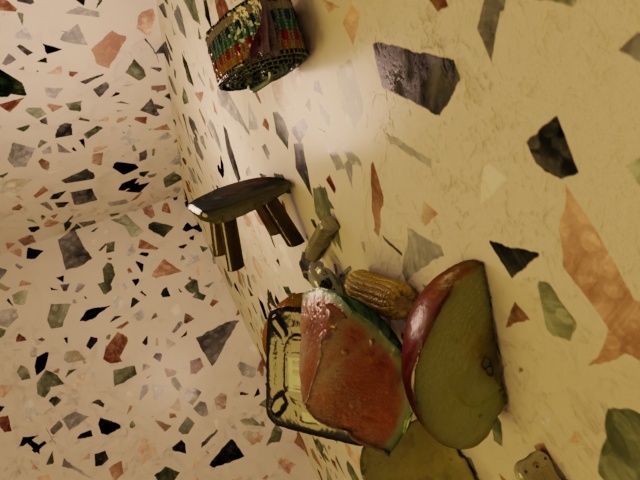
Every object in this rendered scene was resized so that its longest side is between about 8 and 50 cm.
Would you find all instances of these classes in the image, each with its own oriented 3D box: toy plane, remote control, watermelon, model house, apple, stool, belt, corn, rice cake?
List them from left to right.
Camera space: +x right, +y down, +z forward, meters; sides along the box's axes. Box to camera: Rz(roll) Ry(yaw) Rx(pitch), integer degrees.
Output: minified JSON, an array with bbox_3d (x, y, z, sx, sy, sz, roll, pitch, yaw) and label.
[{"bbox_3d":[-0.249,-0.066,1.729,0.310,0.310,0.226,25,133,66],"label":"stool"},{"bbox_3d":[-0.142,-0.444,1.233,0.295,0.206,0.160,-6,101,54],"label":"belt"},{"bbox_3d":[0.000,0.000,1.534,0.057,0.052,0.256,36,155,3],"label":"rice cake"},{"bbox_3d":[0.045,0.172,1.503,0.182,0.107,0.273,-43,67,55],"label":"toy plane"},{"bbox_3d":[0.101,0.257,1.155,0.222,0.292,0.319,-50,23,46],"label":"watermelon"},{"bbox_3d":[0.137,0.127,1.249,0.244,0.093,0.093,13,122,67],"label":"corn"},{"bbox_3d":[0.224,0.626,1.295,0.266,0.261,0.321,100,150,-59],"label":"model house"},{"bbox_3d":[0.242,0.211,0.978,0.254,0.179,0.346,-61,-40,-65],"label":"apple"},{"bbox_3d":[0.398,0.436,0.918,0.122,0.074,0.032,59,156,27],"label":"remote control"}]

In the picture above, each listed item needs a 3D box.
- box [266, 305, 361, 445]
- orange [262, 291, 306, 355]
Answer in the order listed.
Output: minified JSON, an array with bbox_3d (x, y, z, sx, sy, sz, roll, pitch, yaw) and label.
[{"bbox_3d":[0.003,0.354,1.420,0.359,0.091,0.350,-1,88,32],"label":"box"},{"bbox_3d":[-0.050,0.301,1.648,0.274,0.274,0.274,52,154,38],"label":"orange"}]
